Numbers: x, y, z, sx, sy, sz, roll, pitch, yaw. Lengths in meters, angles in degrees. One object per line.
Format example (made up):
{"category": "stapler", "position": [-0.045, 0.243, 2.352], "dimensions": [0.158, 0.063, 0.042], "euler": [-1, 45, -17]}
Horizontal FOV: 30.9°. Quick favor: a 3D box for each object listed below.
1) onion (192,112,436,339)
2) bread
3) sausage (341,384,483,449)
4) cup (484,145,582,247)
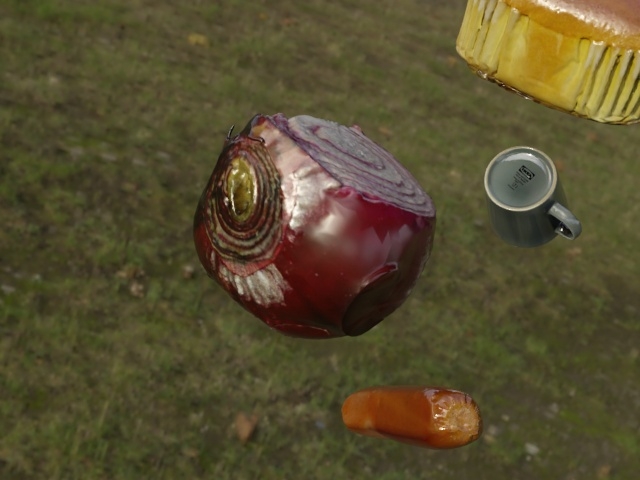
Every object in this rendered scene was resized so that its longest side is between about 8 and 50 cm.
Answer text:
{"category": "onion", "position": [-0.002, 0.005, 1.131], "dimensions": [0.216, 0.207, 0.206], "euler": [-1, 42, -51]}
{"category": "bread", "position": [0.216, -0.182, 0.973], "dimensions": [0.190, 0.114, 0.132], "euler": [28, 45, 16]}
{"category": "sausage", "position": [0.121, 0.233, 1.552], "dimensions": [0.089, 0.083, 0.300], "euler": [2, -5, -25]}
{"category": "cup", "position": [0.202, -0.037, 1.091], "dimensions": [0.100, 0.078, 0.077], "euler": [33, -10, 25]}
